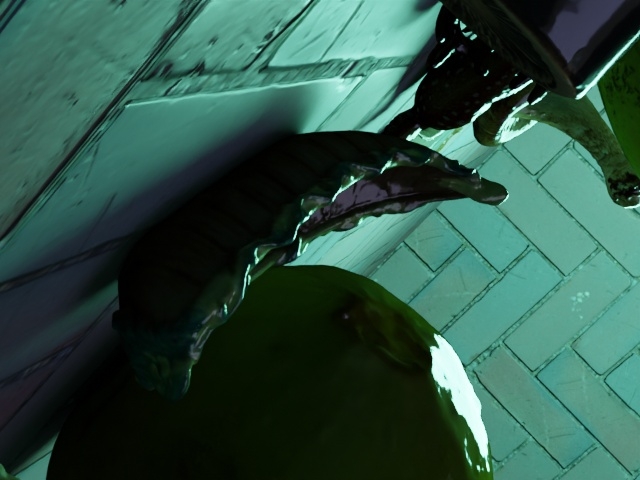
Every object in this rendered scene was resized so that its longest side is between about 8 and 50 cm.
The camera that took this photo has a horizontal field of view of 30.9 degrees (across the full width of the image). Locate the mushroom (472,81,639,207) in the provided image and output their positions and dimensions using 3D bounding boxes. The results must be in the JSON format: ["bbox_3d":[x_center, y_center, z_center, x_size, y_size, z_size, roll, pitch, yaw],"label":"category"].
[{"bbox_3d":[0.304,-0.134,1.331,0.227,0.217,0.148,-42,174,-27],"label":"mushroom"}]

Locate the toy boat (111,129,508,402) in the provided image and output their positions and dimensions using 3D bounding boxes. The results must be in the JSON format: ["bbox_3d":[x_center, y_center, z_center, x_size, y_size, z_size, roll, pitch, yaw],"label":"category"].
[{"bbox_3d":[-0.005,-0.010,0.664,0.293,0.099,0.108,-30,166,-41],"label":"toy boat"}]

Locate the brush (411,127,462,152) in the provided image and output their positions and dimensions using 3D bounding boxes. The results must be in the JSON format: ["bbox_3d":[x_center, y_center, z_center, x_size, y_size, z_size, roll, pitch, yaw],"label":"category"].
[{"bbox_3d":[0.090,-0.093,1.117,0.085,0.020,0.336,-45,174,12],"label":"brush"}]

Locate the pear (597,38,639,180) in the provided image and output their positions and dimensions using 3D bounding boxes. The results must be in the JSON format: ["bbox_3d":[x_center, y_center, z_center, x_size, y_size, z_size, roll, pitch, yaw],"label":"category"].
[{"bbox_3d":[0.391,-0.168,0.847,0.399,0.399,0.165,-45,168,14],"label":"pear"}]

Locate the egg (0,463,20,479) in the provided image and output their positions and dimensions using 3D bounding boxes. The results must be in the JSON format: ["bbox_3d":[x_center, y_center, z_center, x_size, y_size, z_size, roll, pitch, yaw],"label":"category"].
[{"bbox_3d":[-0.167,0.188,0.421,0.245,0.203,0.203,-24,164,-35],"label":"egg"}]

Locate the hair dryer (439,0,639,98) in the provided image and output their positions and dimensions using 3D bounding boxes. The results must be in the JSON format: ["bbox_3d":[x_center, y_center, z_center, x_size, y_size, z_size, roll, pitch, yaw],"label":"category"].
[{"bbox_3d":[0.110,-0.159,0.470,0.189,0.107,0.352,-47,-178,7],"label":"hair dryer"}]

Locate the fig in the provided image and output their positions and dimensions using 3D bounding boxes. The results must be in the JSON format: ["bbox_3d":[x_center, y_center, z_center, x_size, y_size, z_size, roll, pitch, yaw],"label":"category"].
[{"bbox_3d":[-0.021,0.174,0.843,0.343,0.343,0.343,-44,175,-5],"label":"fig"}]

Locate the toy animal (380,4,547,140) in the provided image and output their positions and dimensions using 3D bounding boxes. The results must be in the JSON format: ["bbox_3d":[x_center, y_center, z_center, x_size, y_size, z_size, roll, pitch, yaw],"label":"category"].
[{"bbox_3d":[0.135,-0.131,0.812,0.260,0.087,0.243,-44,174,-39],"label":"toy animal"}]
